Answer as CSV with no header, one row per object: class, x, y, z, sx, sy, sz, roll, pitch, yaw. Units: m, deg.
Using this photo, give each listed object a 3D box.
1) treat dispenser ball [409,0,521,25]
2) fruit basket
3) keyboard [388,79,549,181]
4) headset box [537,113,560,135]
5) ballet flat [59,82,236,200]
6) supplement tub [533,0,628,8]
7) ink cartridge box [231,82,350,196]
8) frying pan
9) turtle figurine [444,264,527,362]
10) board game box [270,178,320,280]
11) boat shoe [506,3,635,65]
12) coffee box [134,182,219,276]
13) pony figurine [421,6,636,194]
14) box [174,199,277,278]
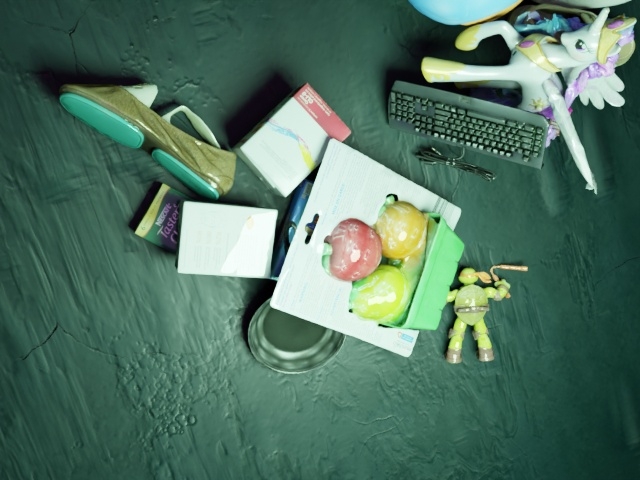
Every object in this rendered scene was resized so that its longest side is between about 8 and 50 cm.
treat dispenser ball,0.273,-0.545,1.245,0.288,0.288,0.288,-2,97,-15
fruit basket,0.095,0.025,1.295,0.353,0.165,0.327,23,82,-26
keyboard,0.276,-0.195,1.307,0.033,0.317,0.201,-52,149,-30
headset box,0.491,-0.259,1.453,0.032,0.062,0.083,12,92,-15
ballet flat,-0.297,-0.208,1.236,0.342,0.116,0.124,32,68,-16
supplement tub,0.533,-0.647,1.329,0.236,0.235,0.324,4,95,-15
ink cartridge box,-0.059,-0.187,1.281,0.176,0.128,0.127,-46,105,-6
frying pan,-0.073,0.127,1.321,0.197,0.053,0.326,-27,115,2
turtle figurine,0.331,0.148,1.445,0.270,0.087,0.217,-6,98,-14
board game box,0.000,0.000,1.361,0.160,0.047,0.210,20,91,-17
boat shoe,0.547,-0.434,1.428,0.302,0.098,0.109,10,94,-16
coffee box,-0.250,-0.019,1.296,0.184,0.040,0.113,31,88,-16
pony figurine,0.424,-0.288,1.282,0.351,0.364,0.302,45,55,-46
box,-0.177,-0.003,1.248,0.171,0.091,0.130,5,94,-17
